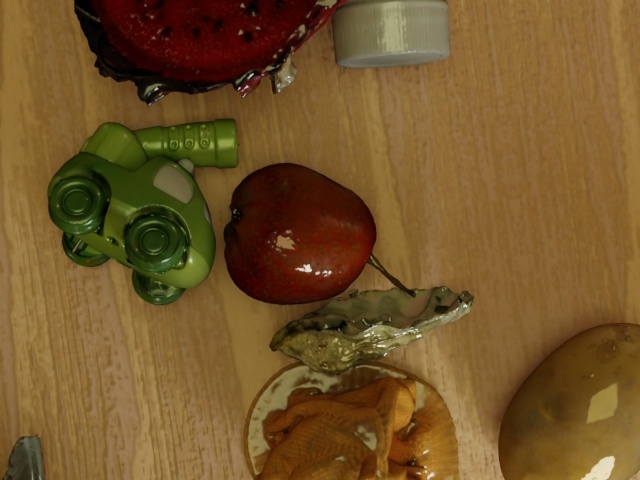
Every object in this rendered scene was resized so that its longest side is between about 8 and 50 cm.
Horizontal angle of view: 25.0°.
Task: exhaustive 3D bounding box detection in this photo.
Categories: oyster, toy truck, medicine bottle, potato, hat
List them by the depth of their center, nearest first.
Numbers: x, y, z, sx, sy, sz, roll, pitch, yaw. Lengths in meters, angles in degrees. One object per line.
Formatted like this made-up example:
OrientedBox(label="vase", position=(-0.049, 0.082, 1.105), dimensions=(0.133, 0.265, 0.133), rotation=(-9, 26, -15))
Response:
OrientedBox(label="hat", position=(0.043, 0.241, 1.499), dimensions=(0.233, 0.233, 0.244), rotation=(-20, 90, -2))
OrientedBox(label="toy truck", position=(-0.191, -0.051, 1.536), dimensions=(0.187, 0.148, 0.210), rotation=(11, 70, 3))
OrientedBox(label="medicine bottle", position=(0.069, -0.315, 1.544), dimensions=(0.144, 0.144, 0.252), rotation=(-3, 88, -3))
OrientedBox(label="oyster", position=(0.065, 0.095, 1.550), dimensions=(0.209, 0.133, 0.072), rotation=(-15, 107, -29))
OrientedBox(label="potato", position=(0.289, 0.192, 1.568), dimensions=(0.150, 0.146, 0.234), rotation=(37, 89, 27))

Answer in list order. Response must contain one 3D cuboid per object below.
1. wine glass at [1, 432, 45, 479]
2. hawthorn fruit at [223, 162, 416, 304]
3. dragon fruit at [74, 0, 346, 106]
OrientedBox(label="wine glass", position=(-0.458, 0.292, 1.476), dimensions=(0.323, 0.238, 0.238), rotation=(4, 90, 0))
OrientedBox(label="hawthorn fruit", position=(0.000, 0.000, 1.542), dimensions=(0.203, 0.162, 0.162), rotation=(14, 89, -17))
OrientedBox(label="dragon fruit", position=(-0.133, -0.267, 1.525), dimensions=(0.282, 0.100, 0.343), rotation=(-45, 65, -10))
